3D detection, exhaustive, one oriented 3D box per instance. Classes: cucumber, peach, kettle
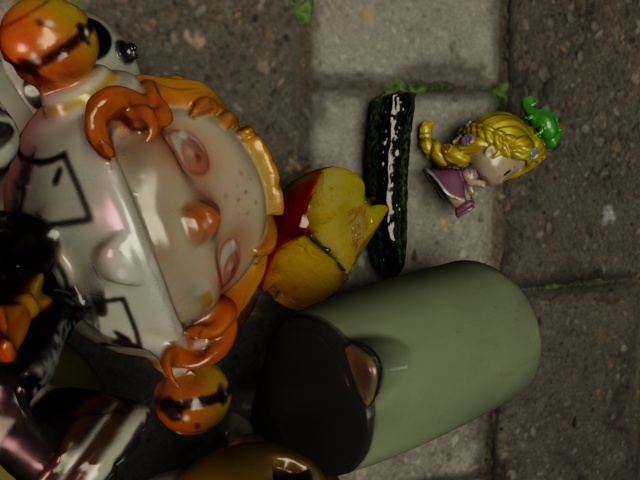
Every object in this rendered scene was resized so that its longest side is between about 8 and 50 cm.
[{"bbox_3d":[0.076,-0.059,0.696,0.058,0.052,0.215,-9,104,-47],"label":"cucumber"},{"bbox_3d":[-0.003,-0.003,0.644,0.151,0.118,0.151,1,88,-52],"label":"peach"},{"bbox_3d":[0.063,0.132,0.628,0.255,0.240,0.165,-12,71,-41],"label":"kettle"}]

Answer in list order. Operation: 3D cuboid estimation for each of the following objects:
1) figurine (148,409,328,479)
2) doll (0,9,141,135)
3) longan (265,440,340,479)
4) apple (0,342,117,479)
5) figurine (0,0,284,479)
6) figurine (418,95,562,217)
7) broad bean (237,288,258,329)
[{"bbox_3d":[-0.086,0.263,0.426,0.167,0.342,0.285,22,111,-40],"label":"figurine"},{"bbox_3d":[-0.246,-0.124,0.545,0.180,0.107,0.110,-34,108,-14],"label":"doll"},{"bbox_3d":[-0.059,0.315,0.629,0.196,0.196,0.220,44,73,-19],"label":"longan"},{"bbox_3d":[-0.307,0.183,0.473,0.292,0.292,0.254,20,115,-20],"label":"apple"},{"bbox_3d":[-0.151,-0.008,0.459,0.196,0.323,0.320,-5,110,26],"label":"figurine"},{"bbox_3d":[0.188,-0.114,0.707,0.156,0.095,0.115,-34,86,7],"label":"figurine"},{"bbox_3d":[-0.142,0.057,0.619,0.165,0.084,0.114,-20,110,-20],"label":"broad bean"}]
